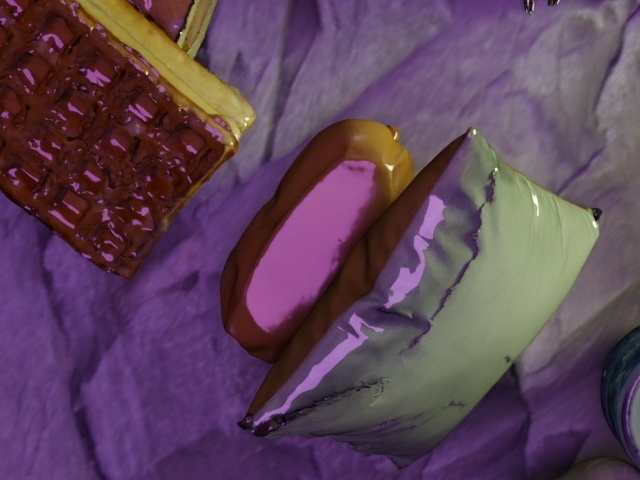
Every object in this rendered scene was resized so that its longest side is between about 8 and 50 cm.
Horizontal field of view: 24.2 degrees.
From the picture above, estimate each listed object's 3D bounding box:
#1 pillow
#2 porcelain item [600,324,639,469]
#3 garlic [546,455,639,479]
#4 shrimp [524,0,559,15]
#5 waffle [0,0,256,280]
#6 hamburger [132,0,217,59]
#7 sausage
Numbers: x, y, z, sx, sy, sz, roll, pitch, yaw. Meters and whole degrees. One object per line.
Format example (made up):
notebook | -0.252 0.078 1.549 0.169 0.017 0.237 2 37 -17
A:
pillow | 0.099 0.062 1.289 0.119 0.310 0.312 43 99 32
porcelain item | 0.334 0.146 1.369 0.147 0.114 0.147 0 99 -1
garlic | 0.248 0.279 1.382 0.229 0.178 0.143 -9 66 -16
shrimp | 0.206 -0.251 1.362 0.038 0.029 0.092 3 103 -9
waffle | -0.228 -0.130 1.301 0.308 0.091 0.213 40 125 -7
hamburger | -0.135 -0.242 1.337 0.102 0.087 0.176 27 108 13
sausage | -0.001 0.000 1.337 0.120 0.136 0.241 35 97 -3
